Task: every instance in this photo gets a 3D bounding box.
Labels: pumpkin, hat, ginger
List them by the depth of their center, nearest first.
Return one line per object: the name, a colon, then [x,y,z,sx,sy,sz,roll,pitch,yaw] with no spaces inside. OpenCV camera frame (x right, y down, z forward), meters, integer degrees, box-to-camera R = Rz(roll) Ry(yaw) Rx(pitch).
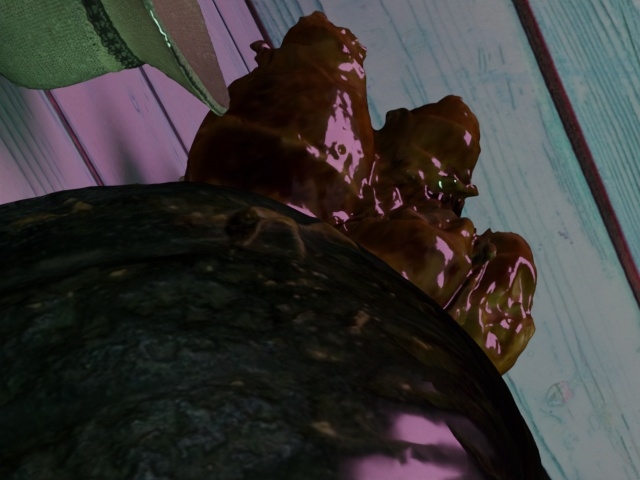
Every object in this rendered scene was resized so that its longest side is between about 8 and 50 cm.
pumpkin: [-0.058,0.103,0.514,0.197,0.263,0.293,57,7,-36]
hat: [-0.168,-0.172,1.213,0.257,0.130,0.257,-23,90,-85]
ginger: [0.016,-0.004,1.502,0.152,0.274,0.357,76,-7,-69]

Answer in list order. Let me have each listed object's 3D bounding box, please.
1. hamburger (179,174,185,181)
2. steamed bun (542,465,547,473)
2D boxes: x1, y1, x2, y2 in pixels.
hamburger: [0.001,0.001,1.695,0.214,0.235,0.125,53,52,-19]
steamed bun: [0.104,0.246,1.665,0.275,0.206,0.320,63,3,-13]
